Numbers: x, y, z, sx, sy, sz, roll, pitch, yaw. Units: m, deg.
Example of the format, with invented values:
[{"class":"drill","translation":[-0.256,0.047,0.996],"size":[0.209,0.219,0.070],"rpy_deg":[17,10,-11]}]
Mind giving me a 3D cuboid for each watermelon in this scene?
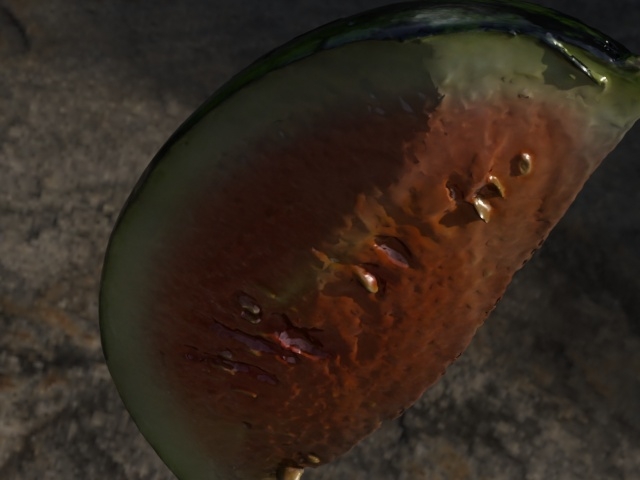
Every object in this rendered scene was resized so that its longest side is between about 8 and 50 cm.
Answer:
[{"class":"watermelon","translation":[-0.001,0.003,0.442],"size":[0.119,0.245,0.063],"rpy_deg":[43,30,-1]}]
